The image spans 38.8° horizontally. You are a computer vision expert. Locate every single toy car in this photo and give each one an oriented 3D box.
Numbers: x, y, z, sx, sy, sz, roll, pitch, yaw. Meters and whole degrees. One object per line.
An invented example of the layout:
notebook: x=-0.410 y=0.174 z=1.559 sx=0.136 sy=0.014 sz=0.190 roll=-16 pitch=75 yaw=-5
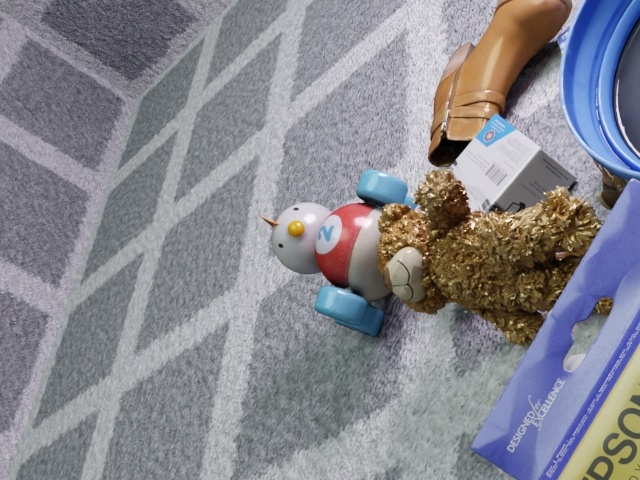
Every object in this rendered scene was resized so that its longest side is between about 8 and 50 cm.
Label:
toy car: x=0.000 y=0.000 z=1.382 sx=0.237 sy=0.210 sz=0.219 roll=17 pitch=82 yaw=20

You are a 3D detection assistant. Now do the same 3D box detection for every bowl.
bowl: x=0.431 y=-0.218 z=0.927 sx=0.391 sy=0.077 sz=0.391 roll=-31 pitch=44 yaw=35

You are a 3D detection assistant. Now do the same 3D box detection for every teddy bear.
teddy bear: x=0.198 y=0.027 z=1.086 sx=0.337 sy=0.245 sz=0.113 roll=12 pitch=53 yaw=31

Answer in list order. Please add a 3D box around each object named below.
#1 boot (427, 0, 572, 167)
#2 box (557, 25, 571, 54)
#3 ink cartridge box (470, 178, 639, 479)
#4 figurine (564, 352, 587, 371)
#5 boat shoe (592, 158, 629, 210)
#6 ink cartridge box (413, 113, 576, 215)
boot: x=0.265 y=-0.246 z=1.401 sx=0.283 sy=0.109 sz=0.220 roll=-25 pitch=39 yaw=51
box: x=0.400 y=-0.274 z=1.290 sx=0.109 sy=0.042 sz=0.178 roll=-38 pitch=33 yaw=32
ink cartridge box: x=0.326 y=0.131 z=0.763 sx=0.307 sy=0.072 sz=0.304 roll=30 pitch=88 yaw=23
figurine: x=0.296 y=0.228 z=0.876 sx=0.215 sy=0.092 sz=0.210 roll=5 pitch=69 yaw=61
boat shoe: x=0.376 y=-0.067 z=1.071 sx=0.095 sy=0.095 sz=0.257 roll=-58 pitch=18 yaw=33
ink cartridge box: x=0.235 y=-0.057 z=1.277 sx=0.203 sy=0.086 sz=0.148 roll=-51 pitch=28 yaw=13
